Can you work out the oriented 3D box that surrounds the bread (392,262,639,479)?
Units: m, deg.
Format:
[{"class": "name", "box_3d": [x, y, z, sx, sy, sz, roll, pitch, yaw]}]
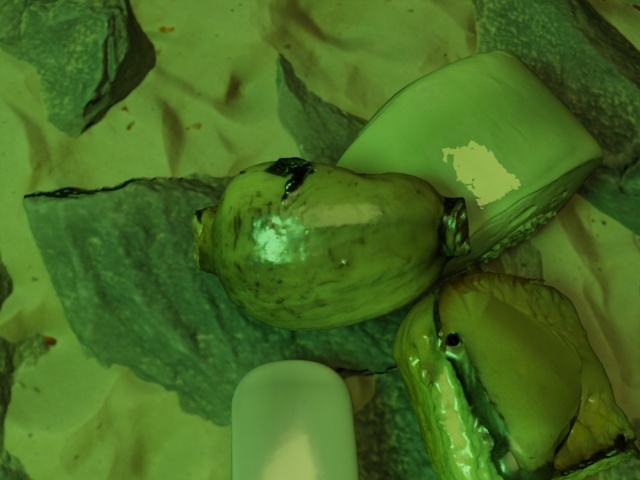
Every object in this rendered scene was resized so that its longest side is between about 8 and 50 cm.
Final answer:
[{"class": "bread", "box_3d": [0.157, 0.132, 0.740, 0.262, 0.163, 0.204, 13, 55, -48]}]

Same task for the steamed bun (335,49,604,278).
[{"class": "steamed bun", "box_3d": [0.150, -0.086, 0.834, 0.250, 0.155, 0.200, -31, 74, -20]}]

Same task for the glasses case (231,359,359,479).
[{"class": "glasses case", "box_3d": [-0.020, 0.250, 0.711, 0.113, 0.075, 0.296, -1, 66, -6]}]

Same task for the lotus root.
[{"class": "lotus root", "box_3d": [0.000, 0.000, 0.718, 0.257, 0.154, 0.140, -7, 34, 8]}]
